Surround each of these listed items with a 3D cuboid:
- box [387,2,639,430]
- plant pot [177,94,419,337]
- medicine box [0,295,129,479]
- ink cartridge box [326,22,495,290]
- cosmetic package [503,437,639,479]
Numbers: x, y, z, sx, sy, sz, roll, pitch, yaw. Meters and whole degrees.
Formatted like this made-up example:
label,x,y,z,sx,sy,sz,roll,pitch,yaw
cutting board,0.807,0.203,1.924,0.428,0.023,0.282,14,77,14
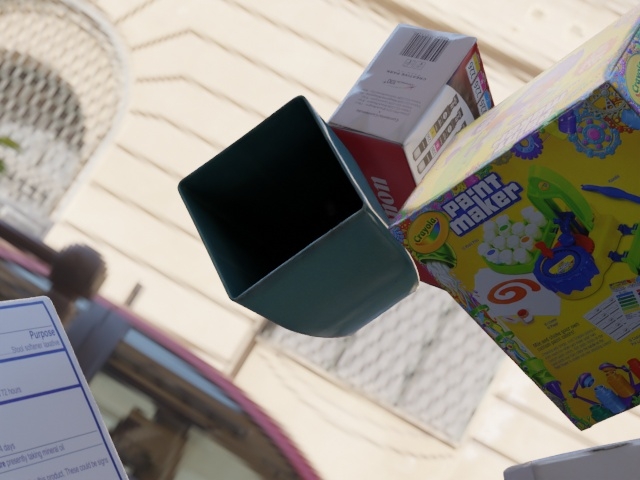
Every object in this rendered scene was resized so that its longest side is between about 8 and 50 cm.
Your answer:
label,x,y,z,sx,sy,sz,roll,pitch,yaw
box,0.273,-0.019,1.285,0.279,0.177,0.290,46,-44,-9
plant pot,0.000,0.000,1.493,0.234,0.165,0.165,41,17,-53
medicine box,-0.267,0.202,0.987,0.263,0.149,0.289,-5,67,-63
ink cartridge box,0.130,-0.084,1.913,0.130,0.272,0.309,17,-31,33
cosmetic package,0.212,0.257,0.968,0.117,0.231,0.085,-8,-13,-11
